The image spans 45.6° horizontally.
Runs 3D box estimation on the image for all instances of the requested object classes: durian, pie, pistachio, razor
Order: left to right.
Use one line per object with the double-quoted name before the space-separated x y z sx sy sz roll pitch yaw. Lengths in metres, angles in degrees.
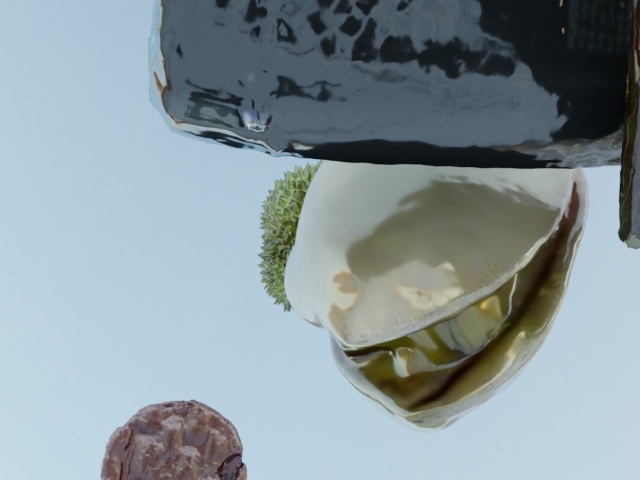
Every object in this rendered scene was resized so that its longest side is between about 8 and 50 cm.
"pie" -0.145 0.231 0.761 0.153 0.154 0.038 31 -32 -11
"durian" -0.006 0.000 0.888 0.146 0.198 0.159 17 -19 -2
"pistachio" 0.085 0.005 0.538 0.213 0.318 0.194 -23 -69 21
"razor" 0.076 -0.133 0.408 0.326 0.107 0.189 2 -88 -17

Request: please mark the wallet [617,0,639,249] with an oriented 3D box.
"wallet" 0.193 -0.102 0.343 0.121 0.031 0.232 -23 -51 -8
